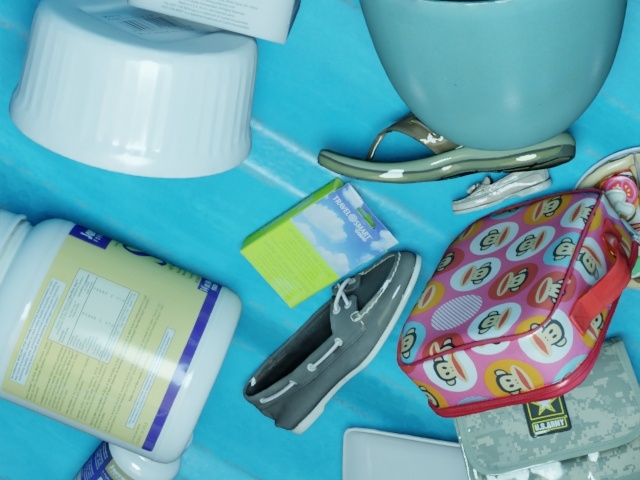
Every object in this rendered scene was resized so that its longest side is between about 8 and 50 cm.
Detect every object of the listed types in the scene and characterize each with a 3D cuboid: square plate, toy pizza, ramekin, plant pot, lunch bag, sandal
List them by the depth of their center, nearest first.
[{"bbox_3d":[0.184,-0.239,1.480,0.293,0.293,0.235,-3,135,12],"label":"plant pot"},{"bbox_3d":[-0.201,-0.187,1.581,0.277,0.277,0.135,14,115,1],"label":"ramekin"},{"bbox_3d":[0.242,0.061,1.614,0.258,0.293,0.120,-19,116,40],"label":"lunch bag"},{"bbox_3d":[0.147,-0.114,1.665,0.302,0.120,0.086,-6,92,11],"label":"sandal"},{"bbox_3d":[0.397,-0.020,1.707,0.201,0.032,0.201,4,121,7],"label":"toy pizza"},{"bbox_3d":[0.297,0.277,1.784,0.235,0.169,0.287,-14,96,3],"label":"lunch bag"},{"bbox_3d":[0.199,0.408,1.988,0.344,0.049,0.347,6,121,7],"label":"square plate"}]

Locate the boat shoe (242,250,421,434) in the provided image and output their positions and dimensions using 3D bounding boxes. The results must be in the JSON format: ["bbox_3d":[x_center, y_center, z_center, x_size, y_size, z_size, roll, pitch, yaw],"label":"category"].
[{"bbox_3d":[0.009,0.126,1.818,0.095,0.112,0.335,28,125,-12],"label":"boat shoe"}]

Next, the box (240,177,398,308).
[{"bbox_3d":[0.000,0.000,1.783,0.178,0.042,0.109,-32,111,25],"label":"box"}]

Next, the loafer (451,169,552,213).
[{"bbox_3d":[0.216,-0.066,1.711,0.125,0.045,0.039,-17,99,12],"label":"loafer"}]

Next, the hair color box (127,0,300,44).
[{"bbox_3d":[-0.083,-0.418,1.509,0.185,0.114,0.375,14,122,1],"label":"hair color box"}]

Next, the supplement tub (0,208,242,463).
[{"bbox_3d":[-0.290,0.116,1.789,0.331,0.241,0.241,23,122,-4],"label":"supplement tub"}]

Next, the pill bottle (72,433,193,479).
[{"bbox_3d":[-0.260,0.313,1.976,0.112,0.112,0.187,33,120,-10],"label":"pill bottle"}]
